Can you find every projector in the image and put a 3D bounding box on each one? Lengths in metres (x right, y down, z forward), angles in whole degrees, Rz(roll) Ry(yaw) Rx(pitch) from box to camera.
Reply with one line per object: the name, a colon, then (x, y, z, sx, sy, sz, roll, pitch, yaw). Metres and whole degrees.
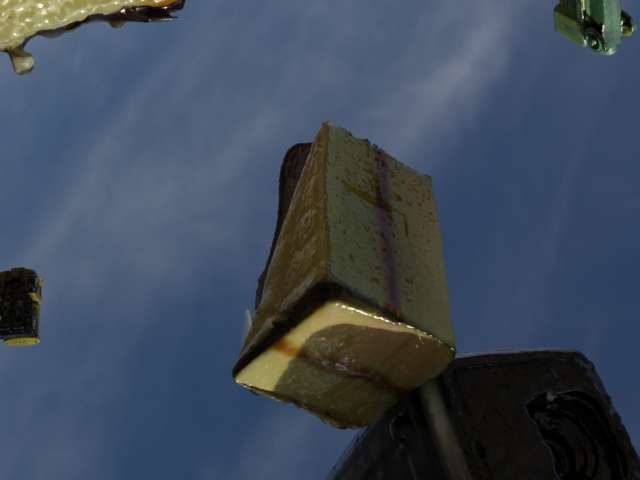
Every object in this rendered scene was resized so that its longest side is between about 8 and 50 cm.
projector: (0.171, 0.376, 1.114, 0.405, 0.242, 0.395, 118, -38, -47)

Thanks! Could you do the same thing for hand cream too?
hand cream: (-0.091, 0.158, 1.448, 0.255, 0.048, 0.079, -143, -119, -78)

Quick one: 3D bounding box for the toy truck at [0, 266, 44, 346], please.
toy truck: (-0.335, 0.073, 1.150, 0.049, 0.054, 0.083, -5, -113, 0)

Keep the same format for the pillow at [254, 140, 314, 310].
pillow: (0.000, 0.000, 1.231, 0.038, 0.130, 0.233, -168, -89, -84)

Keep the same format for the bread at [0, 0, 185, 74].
bread: (-0.102, -0.213, 0.520, 0.266, 0.142, 0.178, -20, -105, -18)

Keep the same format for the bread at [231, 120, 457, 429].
bread: (0.023, 0.035, 1.054, 0.163, 0.167, 0.264, -46, -153, 34)

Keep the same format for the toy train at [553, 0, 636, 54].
toy train: (0.261, -0.235, 0.991, 0.050, 0.122, 0.081, -34, -133, -14)
